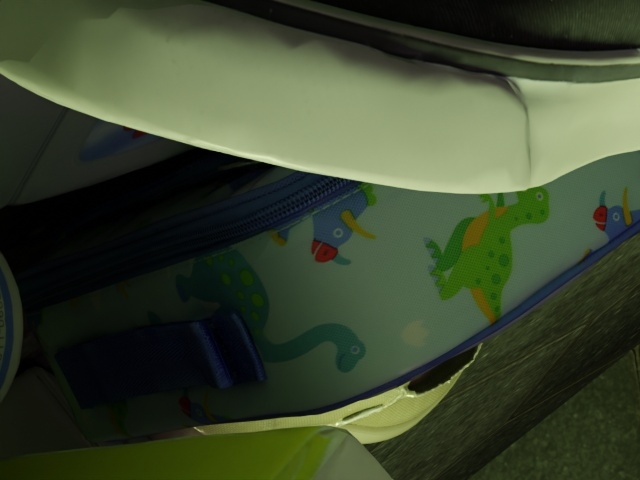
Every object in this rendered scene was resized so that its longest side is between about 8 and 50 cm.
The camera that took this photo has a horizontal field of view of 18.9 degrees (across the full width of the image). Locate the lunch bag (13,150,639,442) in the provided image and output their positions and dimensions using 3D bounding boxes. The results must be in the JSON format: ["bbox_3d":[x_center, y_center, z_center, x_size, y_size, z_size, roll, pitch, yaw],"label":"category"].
[{"bbox_3d":[0.000,0.000,0.662,0.176,0.090,0.219,-30,-173,-31],"label":"lunch bag"}]

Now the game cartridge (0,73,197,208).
[{"bbox_3d":[-0.002,-0.102,0.519,0.297,0.062,0.198,-26,158,-41],"label":"game cartridge"}]

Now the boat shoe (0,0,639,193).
[{"bbox_3d":[0.054,-0.076,0.443,0.301,0.108,0.102,-6,116,-44],"label":"boat shoe"}]

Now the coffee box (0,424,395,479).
[{"bbox_3d":[-0.086,0.287,0.521,0.338,0.334,0.338,-12,-143,45],"label":"coffee box"}]

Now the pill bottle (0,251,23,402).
[{"bbox_3d":[-0.145,0.025,0.512,0.078,0.078,0.137,-41,166,16],"label":"pill bottle"}]

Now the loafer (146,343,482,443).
[{"bbox_3d":[0.015,0.045,0.948,0.092,0.102,0.268,-39,168,33],"label":"loafer"}]

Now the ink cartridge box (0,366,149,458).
[{"bbox_3d":[-0.129,0.210,0.919,0.198,0.197,0.270,-37,167,-3],"label":"ink cartridge box"}]
